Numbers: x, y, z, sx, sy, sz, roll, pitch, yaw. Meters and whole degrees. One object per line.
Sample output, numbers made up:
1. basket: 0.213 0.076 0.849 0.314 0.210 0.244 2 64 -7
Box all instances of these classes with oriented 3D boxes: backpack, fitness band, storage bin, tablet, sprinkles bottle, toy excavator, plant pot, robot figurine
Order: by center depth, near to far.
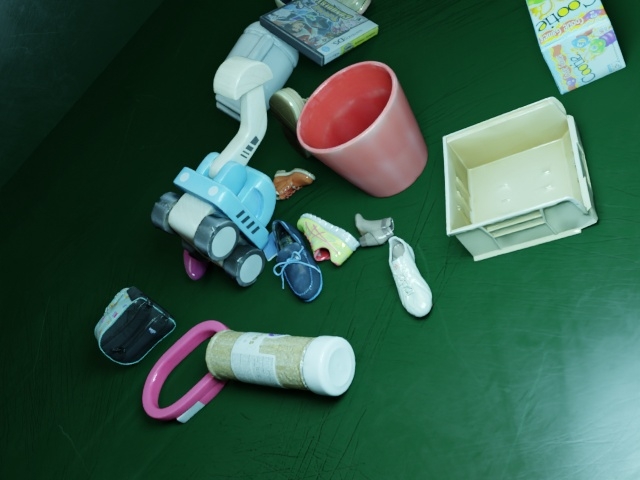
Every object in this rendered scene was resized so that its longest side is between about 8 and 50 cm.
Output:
1. storage bin: 0.397 -0.124 1.329 0.260 0.123 0.263 -18 48 30
2. sprinkles bottle: -0.097 0.265 1.446 0.355 0.121 0.121 -3 57 39
3. plant pot: 0.119 -0.249 1.572 0.274 0.243 0.275 -23 47 26
4. fitness band: -0.330 0.329 1.646 0.291 0.054 0.209 -42 41 5
5. toy excavator: -0.222 -0.175 1.657 0.222 0.433 0.445 25 74 33
6. tablet: -0.131 0.014 1.760 0.054 0.006 0.083 -40 42 9
7. backpack: -0.521 0.236 1.795 0.188 0.166 0.144 -52 40 -10
8. robot figurine: -0.202 -0.557 2.116 0.354 0.199 0.300 -59 6 -9

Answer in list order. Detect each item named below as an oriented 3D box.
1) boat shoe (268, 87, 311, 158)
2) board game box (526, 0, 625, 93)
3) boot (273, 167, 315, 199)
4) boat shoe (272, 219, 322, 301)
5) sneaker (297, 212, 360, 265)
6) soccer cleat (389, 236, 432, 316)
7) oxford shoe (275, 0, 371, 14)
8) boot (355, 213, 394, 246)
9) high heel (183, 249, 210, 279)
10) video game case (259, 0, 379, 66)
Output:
1. boat shoe: -0.049 -0.329 1.737 0.110 0.341 0.122 -43 79 -4
2. board game box: 0.558 -0.491 1.464 0.142 0.144 0.276 -21 48 26
3. boot: -0.077 -0.151 1.810 0.157 0.059 0.085 -3 60 49
4. boat shoe: -0.077 0.049 1.623 0.109 0.089 0.258 -41 41 7
5. sneaker: 0.000 0.000 1.604 0.208 0.081 0.094 26 82 49
6. soccer cleat: 0.182 0.076 1.390 0.068 0.076 0.196 -31 44 18
7. oxford shoe: -0.009 -0.788 2.177 0.396 0.146 0.141 9 62 43
8. boot: 0.130 -0.033 1.554 0.086 0.042 0.119 -23 47 16
9. high heel: -0.315 0.002 1.871 0.117 0.082 0.244 -32 29 31
10. video game case: -0.003 -0.656 1.998 0.248 0.035 0.274 -37 62 -28
